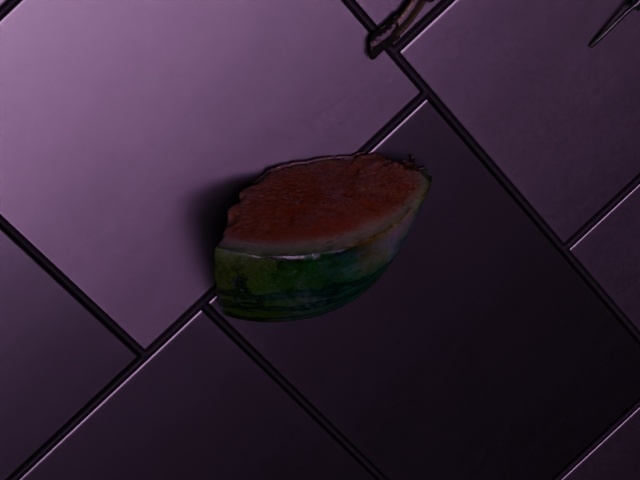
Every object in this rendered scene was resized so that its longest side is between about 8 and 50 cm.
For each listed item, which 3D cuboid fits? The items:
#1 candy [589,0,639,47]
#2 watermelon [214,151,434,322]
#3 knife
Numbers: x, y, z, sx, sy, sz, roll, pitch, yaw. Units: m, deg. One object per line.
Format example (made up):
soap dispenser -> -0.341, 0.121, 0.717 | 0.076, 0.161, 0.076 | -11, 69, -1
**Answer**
candy -> 0.296, -0.221, 1.630 | 0.035, 0.035, 0.123 | 41, 101, -21
watermelon -> 0.004, 0.022, 1.594 | 0.231, 0.128, 0.146 | -9, 130, -17
knife -> 0.112, -0.251, 1.561 | 0.222, 0.021, 0.045 | -47, 119, 3
